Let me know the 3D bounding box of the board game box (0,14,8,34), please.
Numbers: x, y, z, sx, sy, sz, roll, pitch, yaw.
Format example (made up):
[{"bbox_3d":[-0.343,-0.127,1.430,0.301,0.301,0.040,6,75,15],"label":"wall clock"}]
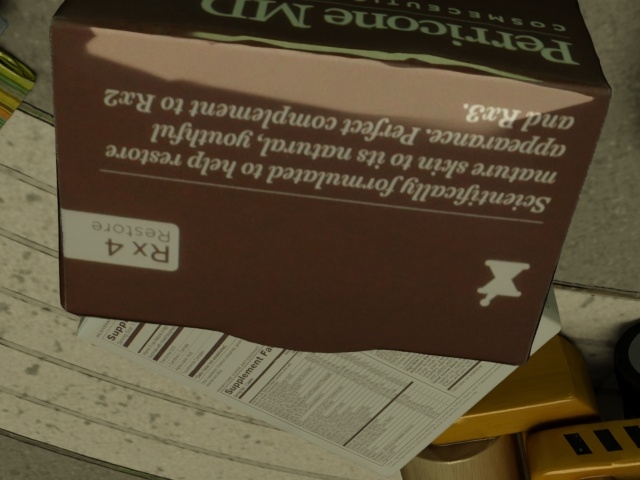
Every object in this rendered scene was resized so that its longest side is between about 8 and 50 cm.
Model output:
[{"bbox_3d":[-0.366,-0.145,0.527,0.086,0.308,0.302,-33,114,27],"label":"board game box"}]

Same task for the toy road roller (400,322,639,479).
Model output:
[{"bbox_3d":[0.233,0.227,0.854,0.330,0.240,0.202,-9,127,10],"label":"toy road roller"}]

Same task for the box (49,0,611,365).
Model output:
[{"bbox_3d":[0.006,-0.121,0.493,0.191,0.381,0.143,7,129,-2],"label":"box"}]

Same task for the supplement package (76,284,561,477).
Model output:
[{"bbox_3d":[0.000,0.000,0.709,0.263,0.199,0.198,28,125,-18],"label":"supplement package"}]

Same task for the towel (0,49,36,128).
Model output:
[{"bbox_3d":[-0.329,-0.081,0.777,0.102,0.021,0.237,34,123,-21],"label":"towel"}]
